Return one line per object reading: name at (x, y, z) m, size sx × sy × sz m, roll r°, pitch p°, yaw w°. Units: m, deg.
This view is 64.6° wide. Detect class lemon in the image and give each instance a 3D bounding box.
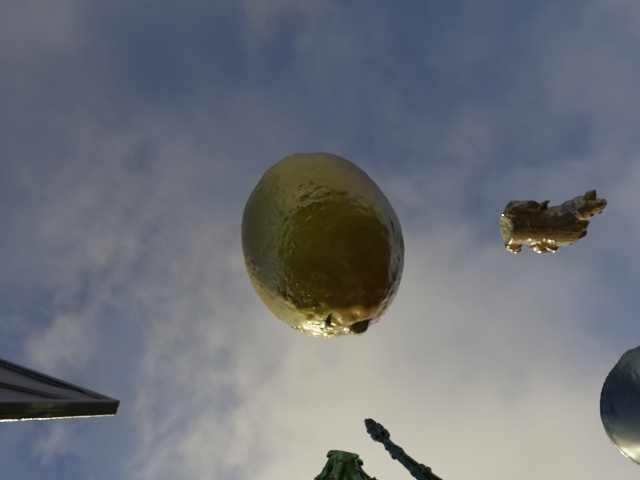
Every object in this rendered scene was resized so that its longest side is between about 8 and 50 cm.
lemon at (0.001, 0.004, 0.719) m, size 0.235 × 0.263 × 0.236 m, roll -28°, pitch -41°, yaw -28°

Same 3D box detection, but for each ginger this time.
ginger at (0.490, -0.034, 1.073) m, size 0.213 × 0.074 × 0.138 m, roll -10°, pitch -58°, yaw 26°

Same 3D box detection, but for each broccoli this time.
broccoli at (0.061, 0.527, 1.058) m, size 0.195 × 0.195 × 0.156 m, roll 25°, pitch -123°, yaw -29°

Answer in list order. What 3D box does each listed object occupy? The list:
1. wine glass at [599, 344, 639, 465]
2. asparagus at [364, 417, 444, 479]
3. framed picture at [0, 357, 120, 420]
wine glass at (0.669, 0.316, 0.794) m, size 0.266 × 0.406 × 0.268 m, roll 0°, pitch -91°, yaw 3°
asparagus at (0.085, 0.216, 0.496) m, size 0.022 × 0.233 × 0.023 m, roll -22°, pitch -87°, yaw -14°
framed picture at (-0.305, 0.125, 0.451) m, size 0.150 × 0.203 × 0.015 m, roll 32°, pitch -112°, yaw -60°
